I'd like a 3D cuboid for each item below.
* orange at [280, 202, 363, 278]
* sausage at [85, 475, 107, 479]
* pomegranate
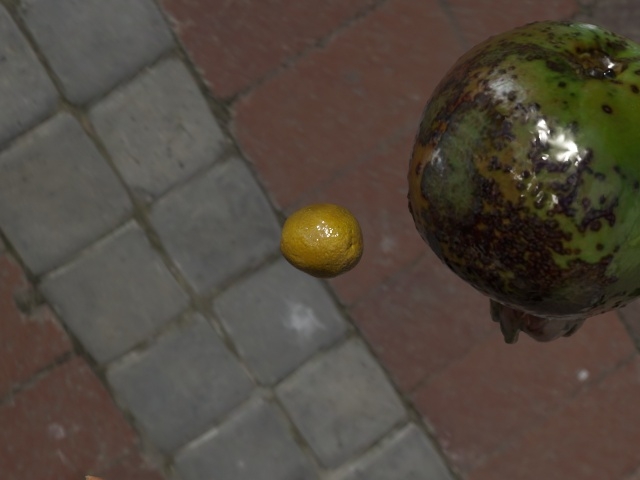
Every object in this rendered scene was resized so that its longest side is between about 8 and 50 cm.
[{"bbox_3d":[0.000,0.000,1.816,0.085,0.095,0.085,-13,106,-51],"label":"orange"},{"bbox_3d":[-0.198,0.265,1.557,0.047,0.177,0.040,20,96,-14],"label":"sausage"},{"bbox_3d":[0.207,-0.026,1.493,0.285,0.285,0.340,-9,137,-16],"label":"pomegranate"}]
